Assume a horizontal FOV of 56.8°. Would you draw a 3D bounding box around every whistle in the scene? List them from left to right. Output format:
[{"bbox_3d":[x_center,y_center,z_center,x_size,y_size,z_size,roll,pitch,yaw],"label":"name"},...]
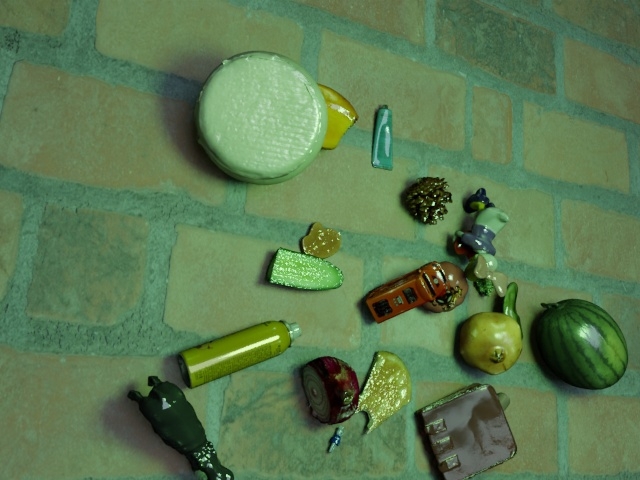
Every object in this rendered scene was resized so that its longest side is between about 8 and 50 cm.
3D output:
[{"bbox_3d":[0.047,0.586,1.748,0.083,0.029,0.033,-60,139,-28],"label":"whistle"}]

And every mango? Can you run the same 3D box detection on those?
[{"bbox_3d":[-0.024,-0.410,1.863,0.257,0.138,0.187,37,87,-10],"label":"mango"}]

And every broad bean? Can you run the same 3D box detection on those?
[{"bbox_3d":[0.664,0.250,2.076,0.072,0.153,0.207,-6,84,18],"label":"broad bean"}]

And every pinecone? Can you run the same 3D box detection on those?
[{"bbox_3d":[0.366,-0.134,1.990,0.173,0.173,0.174,6,77,-25],"label":"pinecone"}]

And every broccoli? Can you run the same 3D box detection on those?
[{"bbox_3d":[0.584,0.138,2.075,0.097,0.092,0.095,-41,78,-12],"label":"broccoli"}]

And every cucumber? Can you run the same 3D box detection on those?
[{"bbox_3d":[-0.045,0.103,1.783,0.243,0.063,0.115,15,68,-23],"label":"cucumber"}]

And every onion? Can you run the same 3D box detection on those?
[{"bbox_3d":[0.051,0.424,1.677,0.139,0.218,0.196,-5,83,-28],"label":"onion"}]

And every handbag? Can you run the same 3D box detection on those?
[{"bbox_3d":[0.464,0.613,1.890,0.275,0.084,0.260,-21,87,-14],"label":"handbag"}]

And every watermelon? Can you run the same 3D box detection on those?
[{"bbox_3d":[0.911,0.356,2.086,0.278,0.278,0.360,-38,99,-27],"label":"watermelon"}]

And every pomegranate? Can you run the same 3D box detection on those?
[{"bbox_3d":[0.561,0.333,1.959,0.209,0.209,0.209,6,77,-25],"label":"pomegranate"}]

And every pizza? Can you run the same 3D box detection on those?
[{"bbox_3d":[0.194,0.481,1.840,0.181,0.034,0.262,41,64,-13],"label":"pizza"}]

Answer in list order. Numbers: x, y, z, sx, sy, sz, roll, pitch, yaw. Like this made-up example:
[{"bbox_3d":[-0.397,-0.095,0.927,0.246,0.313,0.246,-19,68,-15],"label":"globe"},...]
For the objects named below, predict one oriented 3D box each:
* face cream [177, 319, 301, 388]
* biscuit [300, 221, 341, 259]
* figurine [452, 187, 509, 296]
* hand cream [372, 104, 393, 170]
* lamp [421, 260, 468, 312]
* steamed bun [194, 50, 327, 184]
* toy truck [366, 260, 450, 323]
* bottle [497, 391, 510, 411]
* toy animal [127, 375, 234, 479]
[{"bbox_3d":[-0.212,0.300,1.637,0.348,0.105,0.105,-16,87,-28],"label":"face cream"},{"bbox_3d":[-0.001,0.000,1.849,0.140,0.023,0.118,-12,85,-27],"label":"biscuit"},{"bbox_3d":[0.553,0.002,1.981,0.154,0.193,0.421,34,52,-19],"label":"figurine"},{"bbox_3d":[0.218,-0.355,2.026,0.083,0.048,0.225,7,83,-25],"label":"hand cream"},{"bbox_3d":[0.394,0.150,1.945,0.181,0.140,0.182,-2,119,-4],"label":"lamp"},{"bbox_3d":[-0.165,-0.345,1.699,0.373,0.241,0.375,0,96,1],"label":"steamed bun"},{"bbox_3d":[0.272,0.164,1.835,0.252,0.114,0.108,-27,91,17],"label":"toy truck"},{"bbox_3d":[0.586,0.578,2.003,0.140,0.053,0.053,-40,98,-27],"label":"bottle"},{"bbox_3d":[-0.345,0.490,1.503,0.106,0.168,0.343,-41,113,-29],"label":"toy animal"}]
